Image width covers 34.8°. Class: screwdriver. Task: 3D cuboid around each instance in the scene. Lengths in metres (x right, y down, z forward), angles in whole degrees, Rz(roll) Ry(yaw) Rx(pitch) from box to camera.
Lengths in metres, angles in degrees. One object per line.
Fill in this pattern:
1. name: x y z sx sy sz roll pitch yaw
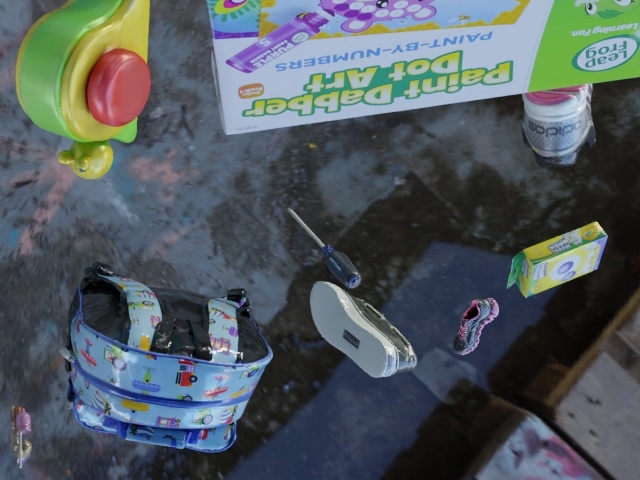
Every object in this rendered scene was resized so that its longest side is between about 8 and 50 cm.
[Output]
1. screwdriver: 0.000 0.000 1.091 0.024 0.170 0.025 -4 124 -26

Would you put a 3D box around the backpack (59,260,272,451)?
1. backpack: -0.117 0.096 0.774 0.158 0.173 0.117 12 97 -15

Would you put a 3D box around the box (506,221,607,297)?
1. box: 0.421 0.038 1.835 0.179 0.105 0.043 -19 54 -12

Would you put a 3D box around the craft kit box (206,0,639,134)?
1. craft kit box: 0.067 -0.140 0.445 0.249 0.247 0.061 -9 72 -4

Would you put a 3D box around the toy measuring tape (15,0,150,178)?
1. toy measuring tape: -0.206 -0.202 0.883 0.121 0.121 0.330 0 117 -14

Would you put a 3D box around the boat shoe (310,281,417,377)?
1. boat shoe: 0.061 0.133 1.531 0.070 0.219 0.078 0 120 -36

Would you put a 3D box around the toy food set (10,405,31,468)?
1. toy food set: -0.420 0.268 1.437 0.019 0.122 0.078 -2 105 -22

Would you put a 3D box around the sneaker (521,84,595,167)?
1. sneaker: 0.192 -0.108 0.828 0.063 0.170 0.075 1 116 14

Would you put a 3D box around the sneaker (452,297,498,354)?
1. sneaker: 0.260 0.148 1.795 0.057 0.047 0.119 11 116 -41
